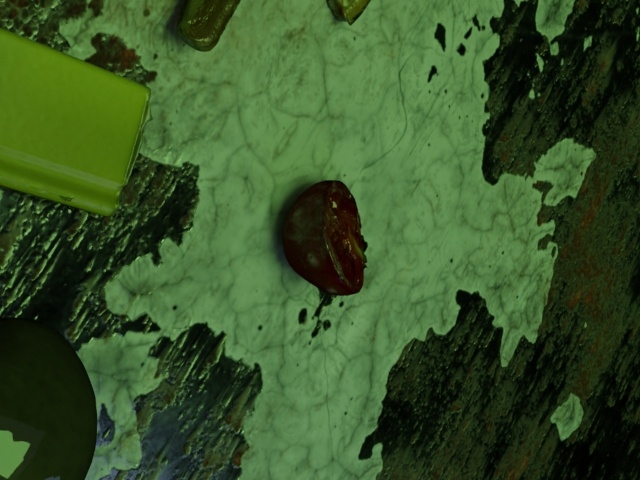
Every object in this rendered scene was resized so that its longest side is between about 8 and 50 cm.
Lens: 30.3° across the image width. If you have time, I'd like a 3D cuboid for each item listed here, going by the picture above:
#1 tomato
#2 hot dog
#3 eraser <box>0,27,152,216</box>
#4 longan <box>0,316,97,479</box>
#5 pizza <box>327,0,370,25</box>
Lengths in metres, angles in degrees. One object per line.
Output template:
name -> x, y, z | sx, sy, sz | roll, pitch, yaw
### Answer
tomato -> 0.000, 0.000, 1.597 | 0.139, 0.091, 0.159 | 48, 39, -50
hot dog -> -0.115, -0.322, 1.433 | 0.066, 0.047, 0.216 | 29, 71, -14
eraser -> -0.300, -0.127, 1.284 | 0.226, 0.069, 0.158 | 18, 85, -45
longan -> -0.344, 0.193, 1.213 | 0.248, 0.248, 0.248 | -12, 108, -42
pizza -> 0.031, -0.402, 1.567 | 0.176, 0.036, 0.185 | 35, 74, -43
